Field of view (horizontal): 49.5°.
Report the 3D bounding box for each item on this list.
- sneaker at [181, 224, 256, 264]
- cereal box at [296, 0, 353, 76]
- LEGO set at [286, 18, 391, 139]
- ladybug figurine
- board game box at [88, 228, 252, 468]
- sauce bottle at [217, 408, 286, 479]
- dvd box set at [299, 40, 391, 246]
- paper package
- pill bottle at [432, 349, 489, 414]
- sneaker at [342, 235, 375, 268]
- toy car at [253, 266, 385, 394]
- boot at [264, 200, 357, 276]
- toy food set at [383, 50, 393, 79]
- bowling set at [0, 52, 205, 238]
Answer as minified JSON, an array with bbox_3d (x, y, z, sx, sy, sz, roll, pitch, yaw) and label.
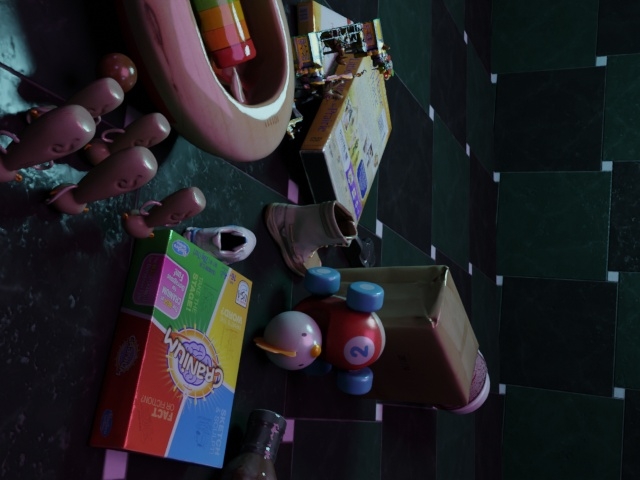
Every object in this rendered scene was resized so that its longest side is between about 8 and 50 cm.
[{"bbox_3d":[-0.152,0.007,1.202,0.191,0.083,0.071,-7,92,-65],"label":"sneaker"},{"bbox_3d":[0.020,-0.454,1.647,0.240,0.047,0.172,-12,99,-63],"label":"cereal box"},{"bbox_3d":[-0.014,-0.301,1.343,0.331,0.255,0.192,-38,120,-55],"label":"LEGO set"},{"bbox_3d":[-0.187,-0.334,1.062,0.305,0.162,0.449,-35,116,-50],"label":"ladybug figurine"},{"bbox_3d":[-0.215,0.174,1.071,0.242,0.064,0.316,41,51,-55],"label":"board game box"},{"bbox_3d":[-0.132,0.450,1.149,0.111,0.111,0.344,60,38,-42],"label":"sauce bottle"},{"bbox_3d":[0.073,-0.241,1.636,0.307,0.062,0.420,72,31,-48],"label":"dvd box set"},{"bbox_3d":[0.174,0.215,1.576,0.324,0.310,0.168,60,39,-41],"label":"paper package"},{"bbox_3d":[0.355,0.365,2.023,0.392,0.224,0.224,47,46,-51],"label":"pill bottle"},{"bbox_3d":[0.101,0.020,1.753,0.170,0.051,0.089,68,31,-42],"label":"sneaker"},{"bbox_3d":[-0.017,0.193,1.341,0.238,0.210,0.219,-14,116,-48],"label":"toy car"},{"bbox_3d":[0.000,0.000,1.414,0.213,0.165,0.077,60,36,-42],"label":"boot"},{"bbox_3d":[0.191,-0.513,2.033,0.082,0.020,0.083,-45,126,-57],"label":"toy food set"},{"bbox_3d":[-0.290,-0.131,0.913,0.287,0.154,0.199,41,32,-53],"label":"bowling set"}]
